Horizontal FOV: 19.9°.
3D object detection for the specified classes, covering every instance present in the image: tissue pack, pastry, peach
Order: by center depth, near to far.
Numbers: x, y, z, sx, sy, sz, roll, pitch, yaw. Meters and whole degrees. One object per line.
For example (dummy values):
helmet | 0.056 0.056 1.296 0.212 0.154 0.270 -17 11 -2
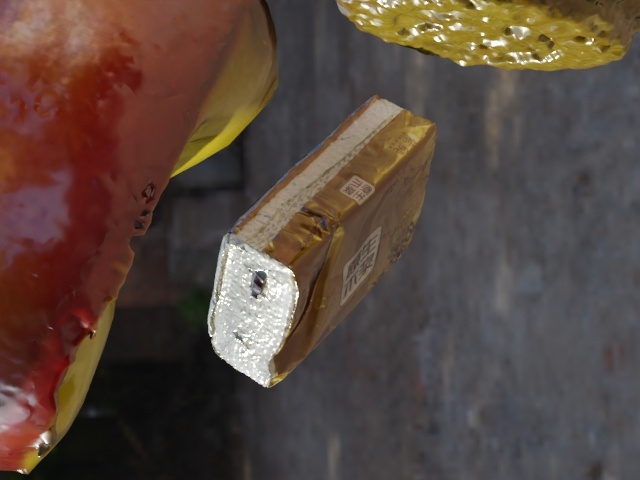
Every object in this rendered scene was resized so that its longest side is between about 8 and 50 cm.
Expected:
peach | -0.190 -0.056 1.110 0.380 0.242 0.306 -54 10 19
pastry | 0.119 -0.197 1.329 0.240 0.235 0.132 -4 82 44
tissue pack | 0.000 0.000 1.618 0.226 0.092 0.183 -47 -22 -35
